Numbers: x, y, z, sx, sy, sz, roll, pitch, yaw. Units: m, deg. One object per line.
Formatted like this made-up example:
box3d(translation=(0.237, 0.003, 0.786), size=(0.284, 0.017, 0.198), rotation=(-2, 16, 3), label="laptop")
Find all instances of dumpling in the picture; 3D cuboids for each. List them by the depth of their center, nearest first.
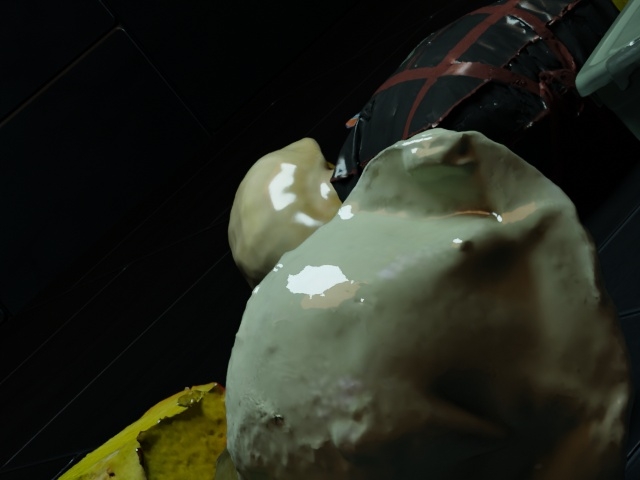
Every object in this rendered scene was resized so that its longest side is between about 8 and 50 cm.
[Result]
box3d(translation=(0.052, 0.078, 0.909), size=(0.193, 0.258, 0.147), rotation=(20, 12, 35), label="dumpling")

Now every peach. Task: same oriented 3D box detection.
box3d(translation=(-0.100, 0.165, 1.274), size=(0.151, 0.118, 0.151), rotation=(-24, 56, 42), label="peach")

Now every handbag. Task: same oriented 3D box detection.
box3d(translation=(0.126, -0.084, 1.439), size=(0.215, 0.155, 0.169), rotation=(-44, 13, -29), label="handbag")

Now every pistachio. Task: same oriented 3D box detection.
box3d(translation=(0.000, 0.000, 1.600), size=(0.157, 0.157, 0.229), rotation=(-41, -2, -13), label="pistachio")

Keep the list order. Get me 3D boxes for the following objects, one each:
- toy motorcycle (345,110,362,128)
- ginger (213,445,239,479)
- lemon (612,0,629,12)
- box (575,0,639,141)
box3d(translation=(0.130, -0.124, 1.722), size=(0.205, 0.114, 0.076), rotation=(-36, 11, 15), label="toy motorcycle")
box3d(translation=(0.042, 0.098, 1.094), size=(0.109, 0.116, 0.263), rotation=(-5, -23, -43), label="ginger")
box3d(translation=(0.286, -0.254, 1.612), size=(0.207, 0.170, 0.170), rotation=(-42, 7, 33), label="lemon")
box3d(translation=(0.261, -0.130, 1.343), size=(0.124, 0.093, 0.172), rotation=(-32, 12, 38), label="box")
